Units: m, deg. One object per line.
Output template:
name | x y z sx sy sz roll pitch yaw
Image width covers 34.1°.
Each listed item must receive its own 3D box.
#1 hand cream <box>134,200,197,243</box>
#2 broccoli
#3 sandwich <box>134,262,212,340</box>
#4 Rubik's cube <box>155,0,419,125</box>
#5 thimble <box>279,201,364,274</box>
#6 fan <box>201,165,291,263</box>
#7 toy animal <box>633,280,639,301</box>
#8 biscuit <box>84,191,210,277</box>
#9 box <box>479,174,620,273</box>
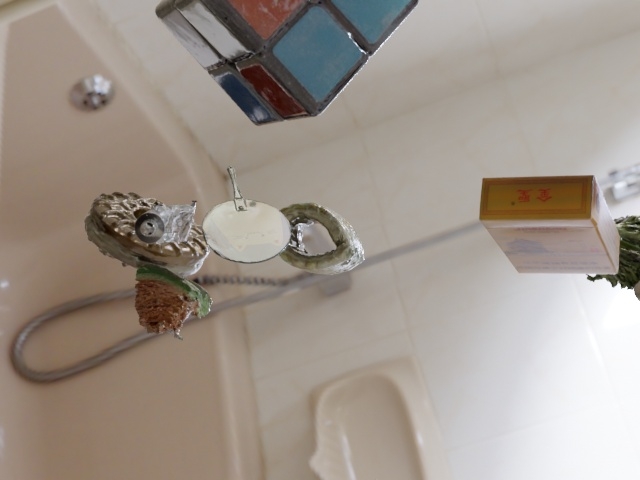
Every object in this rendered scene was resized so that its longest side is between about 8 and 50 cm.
hand cream | -0.272 -0.026 1.834 0.257 0.050 0.084 -29 131 -79
broccoli | 0.525 -0.011 2.016 0.145 0.304 0.165 173 -65 -77
sandwich | -0.351 0.144 2.344 0.160 0.184 0.109 -57 145 -21
Rubik's cube | -0.066 -0.427 1.917 0.316 0.318 0.313 45 -15 -19
thimble | 0.000 0.000 2.109 0.138 0.190 0.143 -70 160 -2
fan | -0.100 -0.035 1.338 0.005 0.113 0.175 100 -21 -46
toy animal | 0.704 0.166 1.713 0.367 0.241 0.196 44 36 -23
biscuit | -0.432 -0.016 2.610 0.332 0.103 0.332 23 20 -9
box | 0.375 -0.020 1.677 0.274 0.174 0.076 41 52 -59
